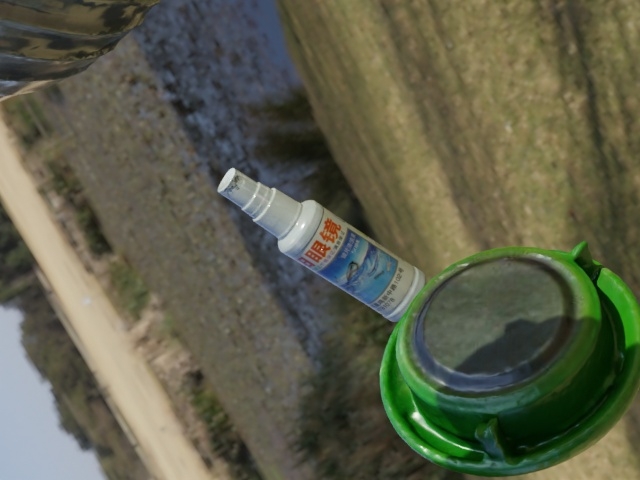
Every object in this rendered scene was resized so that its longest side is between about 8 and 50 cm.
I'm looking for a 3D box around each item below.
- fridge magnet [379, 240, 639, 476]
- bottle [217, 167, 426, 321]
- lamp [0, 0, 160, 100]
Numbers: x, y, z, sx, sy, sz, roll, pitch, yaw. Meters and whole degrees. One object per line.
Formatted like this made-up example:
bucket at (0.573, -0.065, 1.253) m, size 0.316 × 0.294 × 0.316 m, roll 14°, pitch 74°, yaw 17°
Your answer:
fridge magnet at (0.141, 0.083, 0.919) m, size 0.208 × 0.208 × 0.088 m, roll 48°, pitch 171°, yaw 49°
bottle at (0.000, 0.000, 1.136) m, size 0.217 × 0.060 × 0.060 m, roll 33°, pitch 179°, yaw -17°
lamp at (-0.184, -0.161, 0.498) m, size 0.265 × 0.233 × 0.233 m, roll 9°, pitch -144°, yaw -49°
